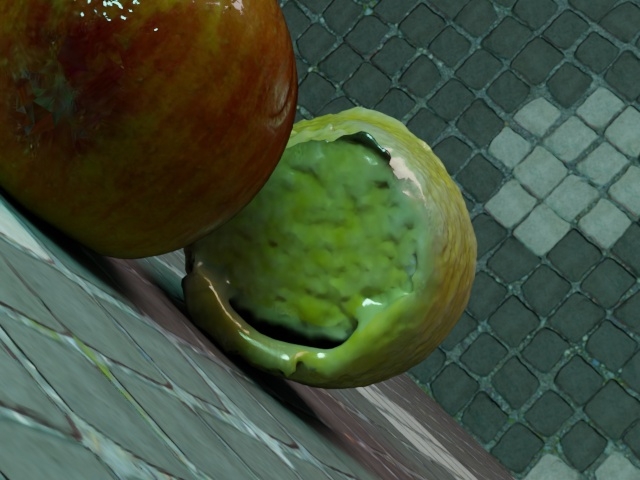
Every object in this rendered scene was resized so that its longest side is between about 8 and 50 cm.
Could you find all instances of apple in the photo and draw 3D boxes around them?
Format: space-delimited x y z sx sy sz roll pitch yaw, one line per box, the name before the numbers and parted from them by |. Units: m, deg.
apple | -0.105 -0.091 0.726 0.195 0.173 0.160 40 -2 -4

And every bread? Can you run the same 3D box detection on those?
bread | 0.001 0.004 0.902 0.197 0.197 0.170 43 7 12
